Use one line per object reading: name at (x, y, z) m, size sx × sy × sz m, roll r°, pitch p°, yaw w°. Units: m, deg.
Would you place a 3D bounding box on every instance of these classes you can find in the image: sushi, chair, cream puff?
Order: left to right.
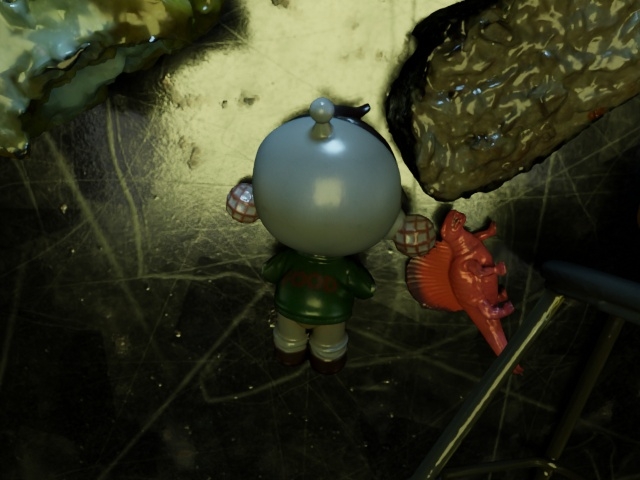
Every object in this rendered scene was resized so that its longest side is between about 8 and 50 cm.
cream puff at (-0.287, -0.260, 0.528) m, size 0.323 × 0.269 × 0.274 m, roll -31°, pitch 124°, yaw 2°
sushi at (0.232, -0.200, 0.594) m, size 0.350 × 0.171 × 0.211 m, roll -35°, pitch 106°, yaw 13°
chair at (0.361, 0.258, 0.628) m, size 0.362 × 0.365 × 0.410 m, roll 13°, pitch 96°, yaw -36°

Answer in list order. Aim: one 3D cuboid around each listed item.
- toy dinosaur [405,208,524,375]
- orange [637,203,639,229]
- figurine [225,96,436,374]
toy dinosaur at (0.200, 0.089, 0.756) m, size 0.139 × 0.070 × 0.286 m, roll -12°, pitch 111°, yaw 16°
orange at (0.513, -0.025, 0.643) m, size 0.219 × 0.193 × 0.219 m, roll 0°, pitch 93°, yaw 9°
figurine at (0.000, 0.000, 0.673) m, size 0.281 × 0.167 × 0.369 m, roll 12°, pitch 115°, yaw 12°
